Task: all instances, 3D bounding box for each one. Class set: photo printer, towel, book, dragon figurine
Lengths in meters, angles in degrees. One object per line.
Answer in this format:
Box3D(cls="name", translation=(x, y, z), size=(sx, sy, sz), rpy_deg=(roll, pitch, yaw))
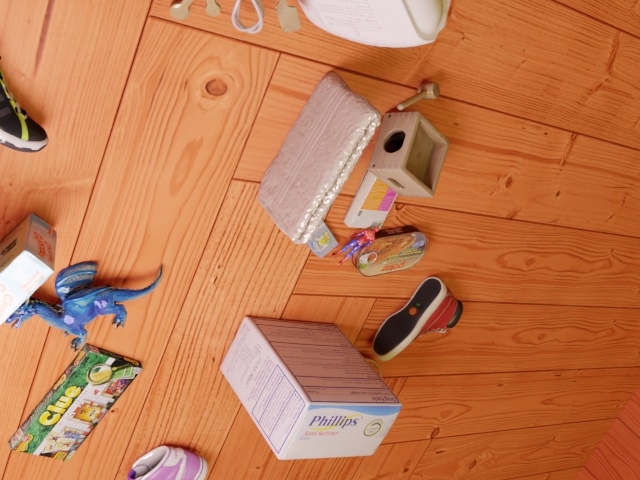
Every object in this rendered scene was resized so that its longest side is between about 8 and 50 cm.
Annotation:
Box3D(cls="photo printer", translation=(0.047, -0.420, 1.183), size=(0.107, 0.256, 0.307), rpy_deg=(-55, 138, -16))
Box3D(cls="towel", translation=(-0.007, -0.145, 1.404), size=(0.049, 0.187, 0.282), rpy_deg=(19, 111, -38))
Box3D(cls="book", translation=(0.118, -0.090, 1.648), size=(0.096, 0.035, 0.144), rpy_deg=(5, 120, -41))
Box3D(cls="dragon figurine", translation=(-0.410, 0.097, 1.379), size=(0.289, 0.085, 0.144), rpy_deg=(-27, 135, -14))

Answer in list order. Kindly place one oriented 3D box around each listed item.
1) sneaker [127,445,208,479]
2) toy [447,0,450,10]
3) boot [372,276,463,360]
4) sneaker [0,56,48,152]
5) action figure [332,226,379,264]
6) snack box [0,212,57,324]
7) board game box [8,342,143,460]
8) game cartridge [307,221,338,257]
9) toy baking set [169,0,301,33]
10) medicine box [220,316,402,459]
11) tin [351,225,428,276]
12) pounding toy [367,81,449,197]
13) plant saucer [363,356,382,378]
Box3D(cls="sneaker", translation=(-0.396, 0.576, 1.762), size=(0.161, 0.102, 0.282), rpy_deg=(35, 88, -42))
Box3D(cls="toy", translation=(0.177, -0.496, 1.356), size=(0.137, 0.056, 0.237), rpy_deg=(-1, 118, -31))
Box3D(cls="boot", translation=(0.248, 0.222, 1.946), size=(0.244, 0.088, 0.176), rpy_deg=(-47, 138, 0))
Box3D(cls="sneaker", translation=(-0.465, -0.210, 1.103), size=(0.097, 0.084, 0.235), rpy_deg=(-49, 136, 5))
Box3D(cls="action figure", translation=(0.078, 0.006, 1.678), size=(0.115, 0.030, 0.038), rpy_deg=(-36, 98, 16))
Box3D(cls="snack box", translation=(-0.542, 0.110, 1.220), size=(0.322, 0.187, 0.060), rpy_deg=(-44, 116, 2))
Box3D(cls="board game box", translation=(-0.479, 0.322, 1.548), size=(0.136, 0.030, 0.259), rpy_deg=(31, 102, -43))
Box3D(cls="game cartridge", translation=(0.000, 0.000, 1.645), size=(0.056, 0.017, 0.083), rpy_deg=(-36, 136, -1))
Box3D(cls="toy baking set", translation=(-0.136, -0.399, 1.169), size=(0.256, 0.030, 0.197), rpy_deg=(10, 142, -15))
Box3D(cls="medicine box", translation=(-0.024, 0.308, 1.669), size=(0.263, 0.289, 0.149), rpy_deg=(11, 116, -40))
Box3D(cls="tin", translation=(0.154, 0.024, 1.759), size=(0.190, 0.040, 0.106), rpy_deg=(-9, 123, -30))
Box3D(cls="pounding toy", translation=(0.168, -0.215, 1.547), size=(0.181, 0.094, 0.206), rpy_deg=(32, 71, -45))
Box3D(cls="plant saucer", translation=(0.062, 0.362, 1.955), size=(0.200, 0.037, 0.200), rpy_deg=(-19, 131, -23))
